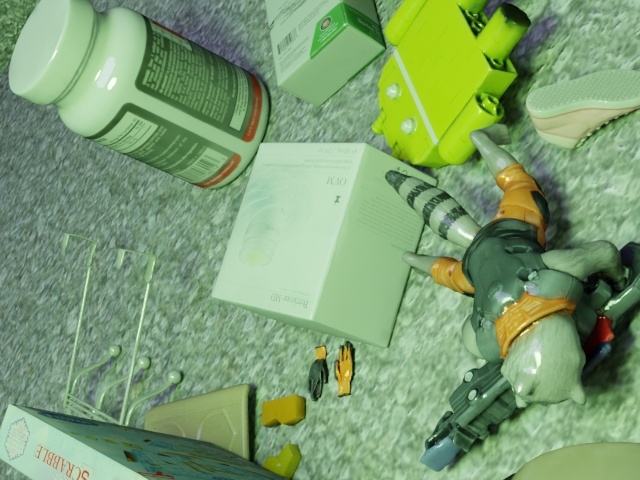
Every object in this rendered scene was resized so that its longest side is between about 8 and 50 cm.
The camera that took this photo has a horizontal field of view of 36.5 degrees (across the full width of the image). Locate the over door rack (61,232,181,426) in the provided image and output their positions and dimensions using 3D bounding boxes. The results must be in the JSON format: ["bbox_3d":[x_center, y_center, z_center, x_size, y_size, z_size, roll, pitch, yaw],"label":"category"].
[{"bbox_3d":[-0.322,0.158,1.553,0.239,0.108,0.324,9,99,52],"label":"over door rack"}]

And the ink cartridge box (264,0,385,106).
[{"bbox_3d":[0.001,-0.332,1.454,0.153,0.087,0.208,-37,47,34],"label":"ink cartridge box"}]

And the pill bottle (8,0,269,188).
[{"bbox_3d":[-0.277,-0.235,1.514,0.210,0.363,0.210,-26,52,40],"label":"pill bottle"}]

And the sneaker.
[{"bbox_3d":[0.293,-0.139,1.042,0.134,0.070,0.051,-9,51,16],"label":"sneaker"}]

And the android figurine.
[{"bbox_3d":[0.146,-0.203,1.190,0.273,0.056,0.248,-52,44,42],"label":"android figurine"}]

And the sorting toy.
[{"bbox_3d":[-0.135,0.315,1.331,0.307,0.041,0.229,-19,60,37],"label":"sorting toy"}]

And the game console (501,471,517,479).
[{"bbox_3d":[0.151,0.430,0.902,0.386,0.060,0.342,-41,44,31],"label":"game console"}]

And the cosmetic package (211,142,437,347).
[{"bbox_3d":[0.000,0.000,1.245,0.224,0.138,0.225,7,78,52],"label":"cosmetic package"}]

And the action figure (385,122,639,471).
[{"bbox_3d":[0.161,0.066,0.991,0.341,0.178,0.330,-52,30,16],"label":"action figure"}]

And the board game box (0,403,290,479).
[{"bbox_3d":[-0.155,0.282,1.106,0.318,0.318,0.066,11,81,46],"label":"board game box"}]

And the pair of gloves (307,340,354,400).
[{"bbox_3d":[0.013,0.167,1.245,0.083,0.010,0.074,-18,59,46],"label":"pair of gloves"}]

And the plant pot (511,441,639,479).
[{"bbox_3d":[0.211,0.306,0.667,0.323,0.323,0.280,-28,36,40],"label":"plant pot"}]
